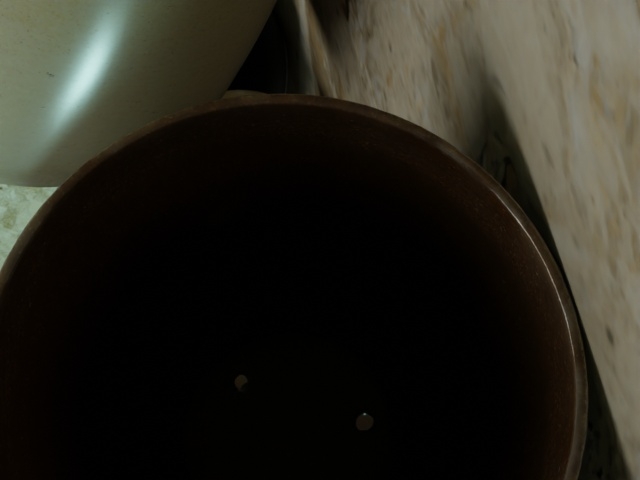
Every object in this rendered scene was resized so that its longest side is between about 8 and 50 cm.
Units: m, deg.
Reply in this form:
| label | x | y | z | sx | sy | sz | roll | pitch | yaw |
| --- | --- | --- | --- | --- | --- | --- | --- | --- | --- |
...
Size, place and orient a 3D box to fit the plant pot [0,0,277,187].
| label | x | y | z | sx | sy | sz | roll | pitch | yaw |
| --- | --- | --- | --- | --- | --- | --- | --- | --- | --- |
| plant pot | -0.103 | -0.182 | 0.749 | 0.274 | 0.256 | 0.256 | -31 | 74 | 64 |

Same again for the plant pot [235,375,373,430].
| label | x | y | z | sx | sy | sz | roll | pitch | yaw |
| --- | --- | --- | --- | --- | --- | --- | --- | --- | --- |
| plant pot | -0.026 | 0.116 | 0.949 | 0.237 | 0.237 | 0.109 | 91 | -157 | -60 |

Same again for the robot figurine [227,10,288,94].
| label | x | y | z | sx | sy | sz | roll | pitch | yaw |
| --- | --- | --- | --- | --- | --- | --- | --- | --- | --- |
| robot figurine | -0.117 | -0.104 | 1.073 | 0.173 | 0.209 | 0.278 | 62 | 171 | -3 |

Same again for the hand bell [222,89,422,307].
| label | x | y | z | sx | sy | sz | roll | pitch | yaw |
| --- | --- | --- | --- | --- | --- | --- | --- | --- | --- |
| hand bell | 0.000 | 0.000 | 0.846 | 0.242 | 0.126 | 0.126 | 26 | 132 | 63 |

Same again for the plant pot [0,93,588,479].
| label | x | y | z | sx | sy | sz | roll | pitch | yaw |
| --- | --- | --- | --- | --- | --- | --- | --- | --- | --- |
| plant pot | -0.015 | 0.075 | 0.688 | 0.230 | 0.215 | 0.215 | 92 | 161 | -78 |
